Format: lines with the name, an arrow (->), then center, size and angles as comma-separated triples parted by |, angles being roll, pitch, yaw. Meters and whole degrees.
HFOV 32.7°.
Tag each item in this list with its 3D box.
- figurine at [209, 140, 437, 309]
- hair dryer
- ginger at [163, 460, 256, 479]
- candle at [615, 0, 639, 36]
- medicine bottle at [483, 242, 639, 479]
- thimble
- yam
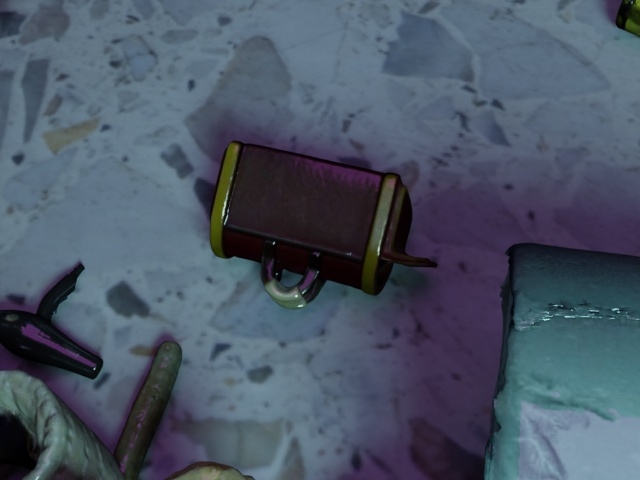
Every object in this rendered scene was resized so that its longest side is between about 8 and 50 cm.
figurine -> 0.001, 0.001, 0.723 | 0.154, 0.082, 0.098 | 15, 73, 14
hair dryer -> -0.170, 0.049, 0.733 | 0.079, 0.031, 0.083 | 23, 53, 6
ginger -> -0.056, 0.172, 0.571 | 0.258, 0.149, 0.065 | -16, 31, -3
candle -> 0.289, -0.158, 0.814 | 0.130, 0.052, 0.052 | 28, 63, 20
medicine bottle -> 0.220, 0.133, 0.510 | 0.289, 0.245, 0.245 | 5, 57, 10
thimble -> -0.178, 0.136, 0.626 | 0.115, 0.090, 0.102 | 22, 63, 34
yam -> -0.112, 0.115, 0.684 | 0.021, 0.021, 0.116 | 11, 59, 12
